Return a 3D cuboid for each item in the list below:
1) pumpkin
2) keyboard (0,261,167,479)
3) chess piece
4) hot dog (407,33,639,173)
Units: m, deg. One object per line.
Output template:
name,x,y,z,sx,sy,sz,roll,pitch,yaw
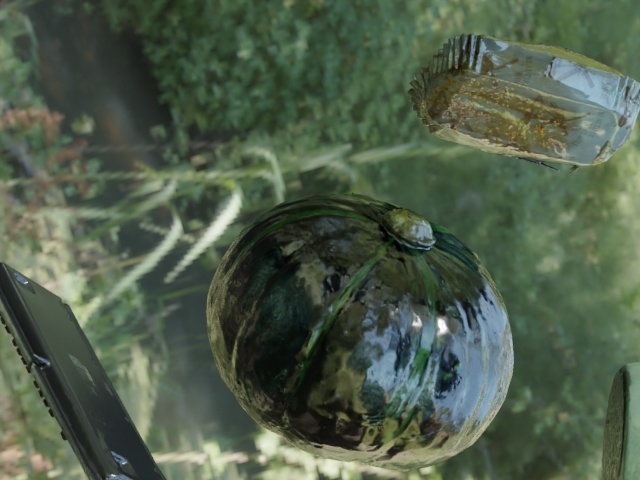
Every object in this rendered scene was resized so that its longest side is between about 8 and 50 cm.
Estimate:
pumpkin,0.045,0.073,1.309,0.315,0.238,0.315,26,22,-11
keyboard,-0.171,0.099,0.946,0.093,0.025,0.230,37,11,-47
chess piece,0.366,0.174,1.086,0.139,0.271,0.139,5,90,-85
hot dog,0.238,-0.163,1.585,0.163,0.270,0.082,116,-15,-47
